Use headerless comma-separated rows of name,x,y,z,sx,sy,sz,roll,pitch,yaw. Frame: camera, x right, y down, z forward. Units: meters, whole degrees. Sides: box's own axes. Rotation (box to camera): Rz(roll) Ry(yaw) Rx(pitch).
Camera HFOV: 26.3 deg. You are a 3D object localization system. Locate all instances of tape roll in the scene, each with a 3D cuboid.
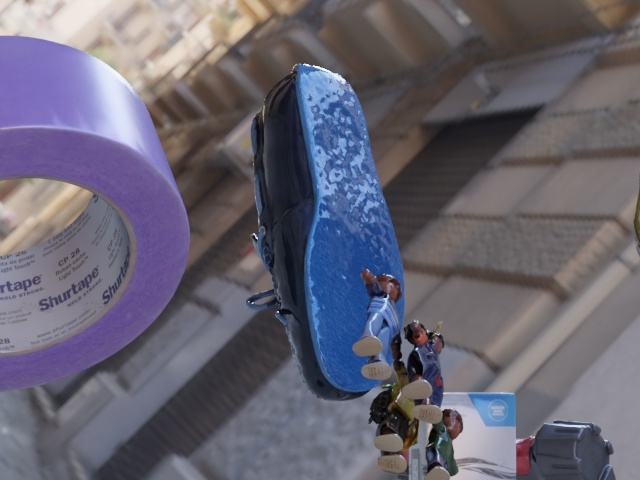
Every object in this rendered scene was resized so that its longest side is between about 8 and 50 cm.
tape roll,-0.170,-0.010,0.733,0.189,0.189,0.080,56,7,-47

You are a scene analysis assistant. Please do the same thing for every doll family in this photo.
doll family,0.069,0.109,1.074,0.076,0.111,0.193,1,-60,14

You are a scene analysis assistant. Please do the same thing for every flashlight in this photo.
flashlight,0.210,0.257,1.709,0.103,0.103,0.304,0,-4,-45

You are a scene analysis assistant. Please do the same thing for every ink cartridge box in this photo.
ink cartridge box,0.151,0.251,1.455,0.104,0.180,0.060,1,-6,-15

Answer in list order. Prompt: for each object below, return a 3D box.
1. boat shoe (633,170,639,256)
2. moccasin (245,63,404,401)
boat shoe,0.354,-0.099,1.230,0.111,0.307,0.104,-10,-36,43
moccasin,0.000,0.000,1.310,0.138,0.342,0.117,20,-36,-34
